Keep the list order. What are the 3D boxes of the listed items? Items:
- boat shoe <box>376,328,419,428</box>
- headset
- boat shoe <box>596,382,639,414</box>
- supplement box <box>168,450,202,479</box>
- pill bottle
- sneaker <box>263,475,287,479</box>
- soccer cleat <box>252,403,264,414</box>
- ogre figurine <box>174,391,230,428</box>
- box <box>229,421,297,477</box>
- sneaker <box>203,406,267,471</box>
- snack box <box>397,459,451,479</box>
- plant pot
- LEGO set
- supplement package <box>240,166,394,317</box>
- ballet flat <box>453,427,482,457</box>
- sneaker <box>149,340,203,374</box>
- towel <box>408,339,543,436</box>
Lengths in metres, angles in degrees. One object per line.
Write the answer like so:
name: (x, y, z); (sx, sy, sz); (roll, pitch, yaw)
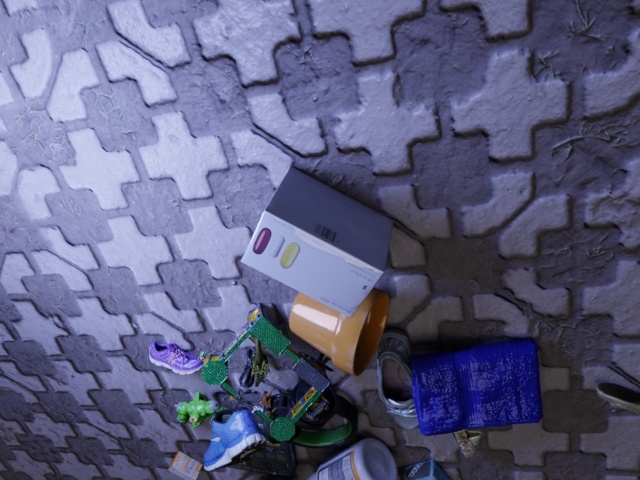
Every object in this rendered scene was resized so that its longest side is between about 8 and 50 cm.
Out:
boat shoe: (0.201, 0.378, 1.383); (0.118, 0.103, 0.321); (-3, 121, 16)
headset: (-0.068, 0.456, 1.511); (0.243, 0.185, 0.394); (-35, 123, 30)
boat shoe: (0.729, 0.386, 1.279); (0.152, 0.056, 0.048); (15, 120, -4)
supplement box: (-0.464, 0.780, 1.841); (0.098, 0.062, 0.036); (34, 122, -9)
pill bottle: (0.084, 0.715, 1.594); (0.162, 0.162, 0.278); (39, 124, -11)
sneaker: (-0.132, 0.851, 1.761); (0.146, 0.123, 0.330); (16, 146, -26)
soccer cleat: (-0.166, 0.516, 1.609); (0.083, 0.036, 0.029); (6, 123, 11)
ogre figurine: (-0.363, 0.528, 1.640); (0.196, 0.097, 0.118); (8, 143, 28)
box: (-0.199, 0.654, 1.692); (0.232, 0.059, 0.184); (2, 122, 15)
sneaker: (-0.261, 0.576, 1.571); (0.129, 0.147, 0.330); (-1, 147, -36)
snack box: (0.259, 0.794, 1.658); (0.321, 0.060, 0.187); (-30, 111, 29)
plant pot: (0.038, 0.188, 1.263); (0.187, 0.205, 0.205); (18, 126, 22)
LEGO set: (-0.133, 0.319, 1.356); (0.331, 0.192, 0.255); (35, 89, -10)
supplement package: (0.000, 0.000, 1.134); (0.261, 0.204, 0.145); (27, 125, -4)
ballet flat: (0.383, 0.488, 1.413); (0.077, 0.091, 0.241); (-14, 119, 27)
sneaker: (-0.419, 0.335, 1.544); (0.169, 0.068, 0.071); (12, 118, 8)
towel: (0.378, 0.365, 1.291); (0.308, 0.076, 0.228); (-11, 109, 5)
